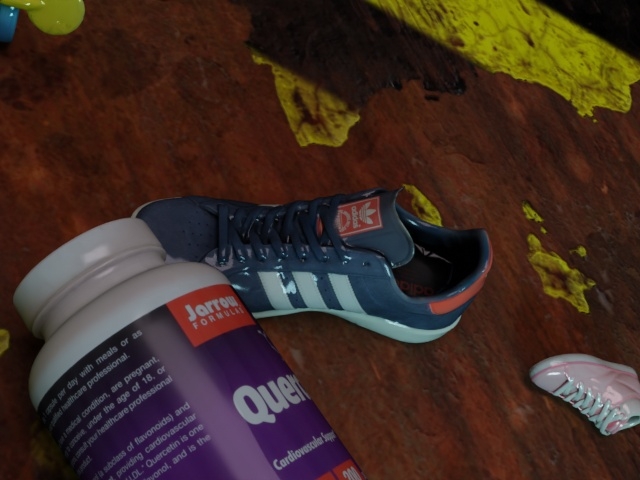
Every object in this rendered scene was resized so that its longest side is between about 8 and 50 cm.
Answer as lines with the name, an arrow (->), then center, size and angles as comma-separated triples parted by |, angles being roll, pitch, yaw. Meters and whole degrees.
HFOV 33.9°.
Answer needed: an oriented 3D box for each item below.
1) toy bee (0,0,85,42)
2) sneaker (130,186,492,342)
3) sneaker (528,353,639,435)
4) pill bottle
toy bee -> -0.331, -0.264, 0.973 | 0.195, 0.162, 0.298 | -9, 65, -29
sneaker -> 0.000, 0.000, 0.978 | 0.350, 0.148, 0.131 | 8, 57, -22
sneaker -> 0.279, 0.160, 1.079 | 0.134, 0.051, 0.070 | 12, 50, -25
pill bottle -> -0.100, 0.145, 0.813 | 0.181, 0.181, 0.323 | -27, 75, -37
